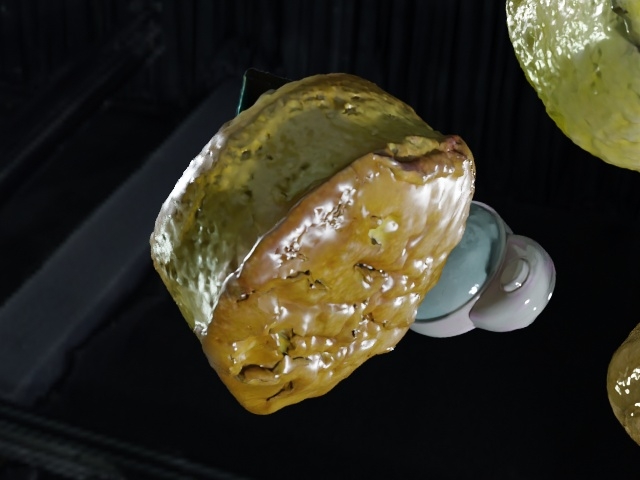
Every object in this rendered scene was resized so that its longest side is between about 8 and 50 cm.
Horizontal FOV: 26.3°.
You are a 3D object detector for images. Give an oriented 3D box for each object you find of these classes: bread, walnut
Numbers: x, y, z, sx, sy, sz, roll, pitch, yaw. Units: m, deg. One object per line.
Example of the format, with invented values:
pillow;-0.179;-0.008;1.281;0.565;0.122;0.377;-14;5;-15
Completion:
bread;0.000;0.000;1.477;0.398;0.398;0.215;-26;-122;-38
bread;0.226;-0.144;0.888;0.197;0.170;0.197;2;-104;-9
walnut;0.428;0.152;1.551;0.193;0.226;0.193;7;-122;-12

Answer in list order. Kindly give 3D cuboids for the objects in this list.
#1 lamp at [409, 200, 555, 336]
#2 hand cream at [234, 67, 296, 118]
lamp;0.169;0.032;1.673;0.246;0.108;0.180;15;-108;42
hand cream;-0.067;-0.076;1.661;0.120;0.271;0.061;16;-148;-7
